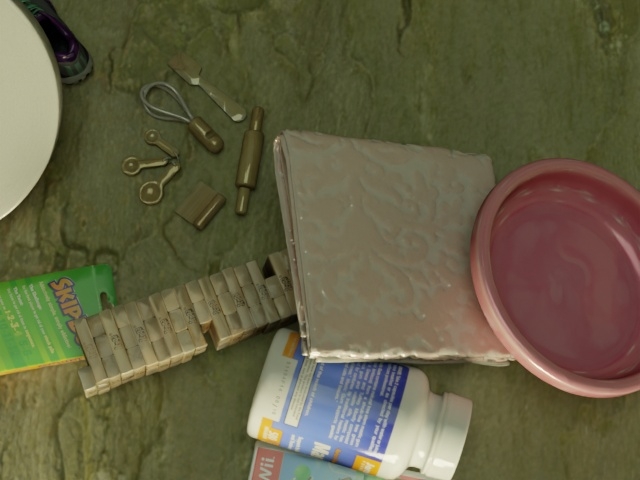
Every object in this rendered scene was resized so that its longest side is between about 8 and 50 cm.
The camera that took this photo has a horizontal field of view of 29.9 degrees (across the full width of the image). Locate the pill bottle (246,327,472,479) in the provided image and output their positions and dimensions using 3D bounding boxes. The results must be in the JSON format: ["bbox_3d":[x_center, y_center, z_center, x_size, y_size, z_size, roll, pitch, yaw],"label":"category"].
[{"bbox_3d":[0.052,0.222,1.561,0.272,0.152,0.152,17,76,3],"label":"pill bottle"}]

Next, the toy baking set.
[{"bbox_3d":[-0.176,-0.145,1.709,0.196,0.030,0.256,13,76,2],"label":"toy baking set"}]

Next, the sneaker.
[{"bbox_3d":[-0.413,-0.325,1.712,0.223,0.098,0.083,42,78,8],"label":"sneaker"}]

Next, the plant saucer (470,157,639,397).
[{"bbox_3d":[0.339,0.054,1.604,0.332,0.084,0.332,9,65,-20],"label":"plant saucer"}]

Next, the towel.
[{"bbox_3d":[0.105,0.012,1.590,0.331,0.053,0.317,5,66,-27],"label":"towel"}]

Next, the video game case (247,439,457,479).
[{"bbox_3d":[0.033,0.392,1.583,0.285,0.025,0.204,11,76,1],"label":"video game case"}]

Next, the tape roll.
[{"bbox_3d":[-0.540,-0.186,1.601,0.392,0.072,0.392,-2,105,-7],"label":"tape roll"}]

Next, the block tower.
[{"bbox_3d":[-0.168,0.106,1.597,0.335,0.091,0.097,-20,79,-13],"label":"block tower"}]

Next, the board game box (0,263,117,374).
[{"bbox_3d":[-0.404,0.114,1.635,0.259,0.039,0.124,-11,77,-2],"label":"board game box"}]
